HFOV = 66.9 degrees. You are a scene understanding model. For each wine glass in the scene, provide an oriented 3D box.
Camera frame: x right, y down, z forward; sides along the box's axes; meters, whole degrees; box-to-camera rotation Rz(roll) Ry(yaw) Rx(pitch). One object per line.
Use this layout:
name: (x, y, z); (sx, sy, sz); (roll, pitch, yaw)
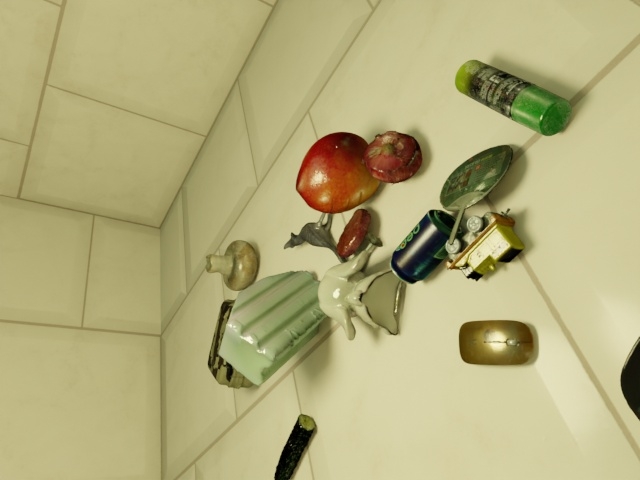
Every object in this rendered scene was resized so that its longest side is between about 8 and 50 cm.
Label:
wine glass: (0.126, 0.068, 1.580); (0.198, 0.066, 0.066); (-56, 37, 32)

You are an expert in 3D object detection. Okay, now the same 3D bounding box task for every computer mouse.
computer mouse: (0.392, 0.235, 1.112); (0.199, 0.045, 0.102); (-16, 68, 55)

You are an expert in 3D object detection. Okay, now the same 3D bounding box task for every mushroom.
mushroom: (-0.417, 0.112, 2.259); (0.244, 0.244, 0.243); (-28, 56, 51)

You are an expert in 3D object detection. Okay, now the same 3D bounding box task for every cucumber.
cucumber: (-0.100, 0.731, 1.670); (0.072, 0.072, 0.300); (47, 118, 54)

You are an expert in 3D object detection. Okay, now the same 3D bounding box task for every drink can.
drink can: (0.281, 0.019, 1.300); (0.205, 0.118, 0.118); (-53, 39, 31)

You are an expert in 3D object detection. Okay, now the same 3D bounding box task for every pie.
pie: (0.106, -0.024, 1.602); (0.182, 0.050, 0.182); (-60, 12, 21)

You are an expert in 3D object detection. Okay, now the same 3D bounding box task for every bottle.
bottle: (0.458, -0.355, 1.184); (0.093, 0.093, 0.330); (-62, 34, 22)

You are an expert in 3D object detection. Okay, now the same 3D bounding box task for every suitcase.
suitcase: (-0.357, 0.427, 2.082); (0.339, 0.194, 0.351); (8, 84, 65)

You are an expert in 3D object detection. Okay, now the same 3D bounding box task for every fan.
fan: (0.361, -0.125, 1.233); (0.294, 0.012, 0.223); (-53, 20, -2)

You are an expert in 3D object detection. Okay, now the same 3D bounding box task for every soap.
soap: (-0.150, 0.264, 1.665); (0.261, 0.446, 0.156); (34, 124, 16)

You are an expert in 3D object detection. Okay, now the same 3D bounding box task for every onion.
onion: (0.222, -0.238, 1.476); (0.147, 0.184, 0.184); (74, 177, -48)

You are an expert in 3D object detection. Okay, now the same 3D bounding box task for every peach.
peach: (0.047, -0.224, 1.586); (0.249, 0.275, 0.245); (36, 147, 48)

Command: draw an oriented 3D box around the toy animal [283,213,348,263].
toy animal: (0.000, -0.036, 1.802); (0.367, 0.081, 0.205); (13, 85, 51)

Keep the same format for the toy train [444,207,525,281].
toy train: (0.390, 0.019, 1.160); (0.219, 0.089, 0.127); (-53, 49, 31)

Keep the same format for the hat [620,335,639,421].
hat: (0.618, 0.175, 0.708); (0.238, 0.209, 0.335); (-98, 14, -65)

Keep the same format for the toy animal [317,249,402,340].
toy animal: (0.107, 0.176, 1.459); (0.289, 0.174, 0.248); (-33, 51, 47)
